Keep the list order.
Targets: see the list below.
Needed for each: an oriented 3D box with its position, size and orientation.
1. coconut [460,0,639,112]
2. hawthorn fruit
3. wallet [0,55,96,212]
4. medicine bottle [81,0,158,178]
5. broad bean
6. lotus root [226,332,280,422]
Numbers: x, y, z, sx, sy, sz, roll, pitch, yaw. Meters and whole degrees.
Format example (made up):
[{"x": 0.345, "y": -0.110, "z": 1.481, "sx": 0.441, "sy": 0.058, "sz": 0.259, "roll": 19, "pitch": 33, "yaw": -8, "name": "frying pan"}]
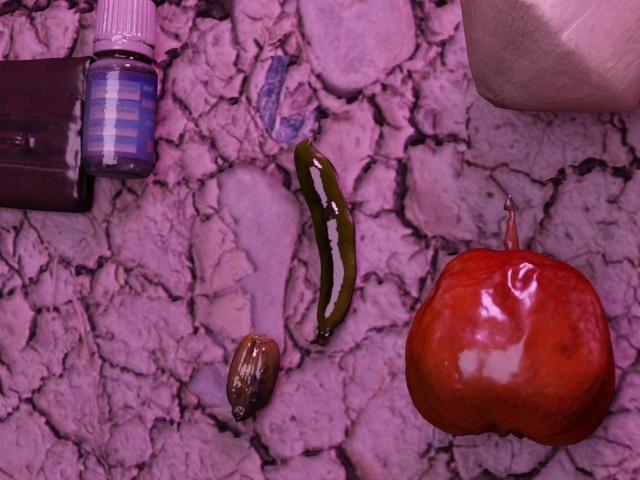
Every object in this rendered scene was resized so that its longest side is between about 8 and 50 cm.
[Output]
[{"x": 0.246, "y": -0.240, "z": 1.606, "sx": 0.237, "sy": 0.237, "sz": 0.266, "roll": 38, "pitch": 96, "yaw": 21, "name": "coconut"}, {"x": 0.189, "y": 0.077, "z": 1.622, "sx": 0.207, "sy": 0.207, "sz": 0.243, "roll": 0, "pitch": 79, "yaw": 22, "name": "hawthorn fruit"}, {"x": -0.366, "y": -0.127, "z": 1.941, "sx": 0.229, "sy": 0.049, "sz": 0.182, "roll": 3, "pitch": 88, "yaw": 24, "name": "wallet"}, {"x": -0.226, "y": -0.174, "z": 1.869, "sx": 0.083, "sy": 0.083, "sz": 0.203, "roll": -1, "pitch": 84, "yaw": 22, "name": "medicine bottle"}, {"x": 0.005, "y": 0.000, "z": 1.781, "sx": 0.069, "sy": 0.039, "sz": 0.226, "roll": -6, "pitch": 82, "yaw": 27, "name": "broad bean"}, {"x": -0.075, "y": 0.149, "z": 1.788, "sx": 0.054, "sy": 0.049, "sz": 0.099, "roll": 15, "pitch": 89, "yaw": 14, "name": "lotus root"}]
